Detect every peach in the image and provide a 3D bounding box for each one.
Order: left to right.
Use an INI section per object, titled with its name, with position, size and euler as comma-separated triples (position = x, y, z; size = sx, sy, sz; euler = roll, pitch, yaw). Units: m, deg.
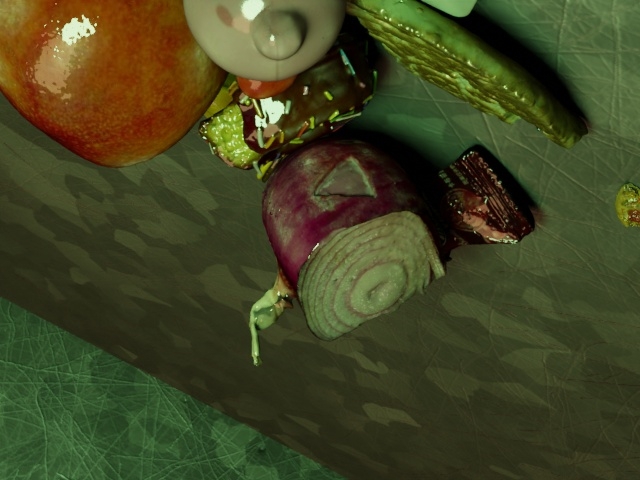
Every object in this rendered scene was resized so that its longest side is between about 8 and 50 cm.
[peach]
position = -0.241, -0.243, 1.289
size = 0.308, 0.308, 0.332
euler = 12, 120, 27

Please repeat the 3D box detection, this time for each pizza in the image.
[pizza]
position = 0.398, -0.035, 1.391
size = 0.078, 0.025, 0.083
euler = 15, 149, 27

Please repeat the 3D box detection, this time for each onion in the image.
[onion]
position = 0.023, -0.020, 1.473
size = 0.272, 0.230, 0.256
euler = -7, 132, -22

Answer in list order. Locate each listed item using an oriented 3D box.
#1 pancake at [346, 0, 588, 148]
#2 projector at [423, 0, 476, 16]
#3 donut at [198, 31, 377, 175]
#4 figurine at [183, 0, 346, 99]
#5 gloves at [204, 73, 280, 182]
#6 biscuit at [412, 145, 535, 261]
[pancake]
position = 0.146, -0.205, 1.268
size = 0.376, 0.054, 0.197
euler = 31, 175, -18
[projector]
position = 0.067, -0.346, 1.076
size = 0.257, 0.079, 0.259
euler = 26, 163, 0
[donut]
position = -0.031, -0.158, 1.346
size = 0.230, 0.216, 0.096
euler = -32, 86, 55
[figurine]
position = -0.056, -0.245, 1.140
size = 0.173, 0.173, 0.173
euler = 21, 152, 12
[gloves]
position = -0.161, -0.209, 1.518
size = 0.294, 0.116, 0.133
euler = 36, 145, -3
[biscuit]
position = 0.176, -0.040, 1.540
size = 0.151, 0.063, 0.235
euler = 49, 152, -15
